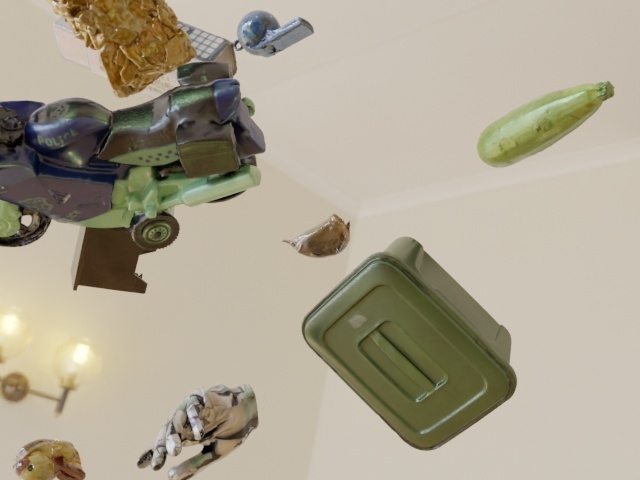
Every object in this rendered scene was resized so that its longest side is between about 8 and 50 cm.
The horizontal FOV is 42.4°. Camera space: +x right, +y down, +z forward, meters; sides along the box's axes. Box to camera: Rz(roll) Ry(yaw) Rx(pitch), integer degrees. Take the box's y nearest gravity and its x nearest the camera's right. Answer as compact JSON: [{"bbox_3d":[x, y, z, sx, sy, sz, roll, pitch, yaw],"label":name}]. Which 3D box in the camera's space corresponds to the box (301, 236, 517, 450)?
[{"bbox_3d":[0.163,0.165,1.432,0.328,0.178,0.252,45,-57,-3],"label":"box"}]

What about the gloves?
[{"bbox_3d":[-0.205,0.311,1.347,0.212,0.111,0.128,-14,-39,-26],"label":"gloves"}]

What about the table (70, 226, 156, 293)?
[{"bbox_3d":[-0.238,0.015,0.953,0.082,0.083,0.070,11,11,-21],"label":"table"}]

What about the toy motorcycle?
[{"bbox_3d":[-0.222,-0.083,0.810,0.330,0.125,0.196,-11,-40,4],"label":"toy motorcycle"}]

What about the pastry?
[{"bbox_3d":[-0.277,-0.325,1.101,0.250,0.154,0.102,58,-5,-11],"label":"pastry"}]

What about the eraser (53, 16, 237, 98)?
[{"bbox_3d":[-0.297,-0.324,1.407,0.287,0.130,0.086,25,-32,14],"label":"eraser"}]

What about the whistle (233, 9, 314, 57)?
[{"bbox_3d":[-0.096,-0.386,1.502,0.157,0.090,0.090,-24,-37,24],"label":"whistle"}]

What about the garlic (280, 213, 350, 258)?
[{"bbox_3d":[0.003,0.000,1.780,0.152,0.084,0.066,-27,3,17],"label":"garlic"}]

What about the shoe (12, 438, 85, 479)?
[{"bbox_3d":[-0.385,0.321,1.188,0.069,0.072,0.109,46,-5,24],"label":"shoe"}]

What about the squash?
[{"bbox_3d":[0.487,-0.258,1.838,0.118,0.119,0.370,23,-26,-25],"label":"squash"}]
